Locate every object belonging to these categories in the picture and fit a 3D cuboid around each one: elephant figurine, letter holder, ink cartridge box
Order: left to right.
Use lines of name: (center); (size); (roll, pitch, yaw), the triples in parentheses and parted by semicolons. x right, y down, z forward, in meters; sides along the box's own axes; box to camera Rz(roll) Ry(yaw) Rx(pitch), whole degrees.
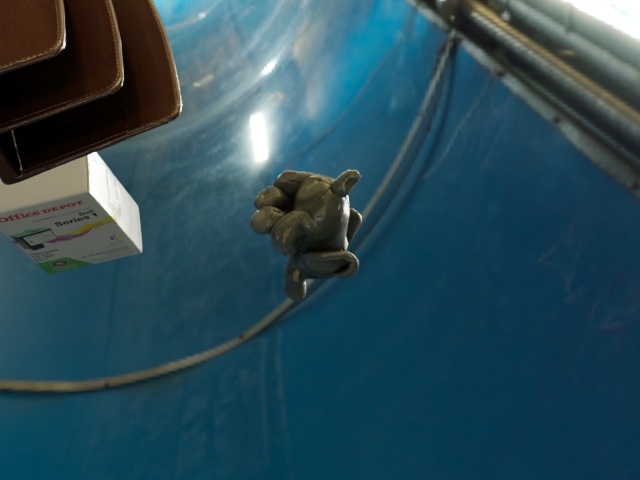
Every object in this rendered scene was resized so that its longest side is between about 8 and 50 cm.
letter holder: (-0.288, -0.246, 0.957); (0.214, 0.152, 0.302); (-21, -123, -5)
ink cartridge box: (-0.478, -0.057, 1.672); (0.201, 0.278, 0.117); (-13, -116, 4)
elephant figurine: (0.000, 0.000, 1.516); (0.186, 0.239, 0.169); (21, -115, 44)
